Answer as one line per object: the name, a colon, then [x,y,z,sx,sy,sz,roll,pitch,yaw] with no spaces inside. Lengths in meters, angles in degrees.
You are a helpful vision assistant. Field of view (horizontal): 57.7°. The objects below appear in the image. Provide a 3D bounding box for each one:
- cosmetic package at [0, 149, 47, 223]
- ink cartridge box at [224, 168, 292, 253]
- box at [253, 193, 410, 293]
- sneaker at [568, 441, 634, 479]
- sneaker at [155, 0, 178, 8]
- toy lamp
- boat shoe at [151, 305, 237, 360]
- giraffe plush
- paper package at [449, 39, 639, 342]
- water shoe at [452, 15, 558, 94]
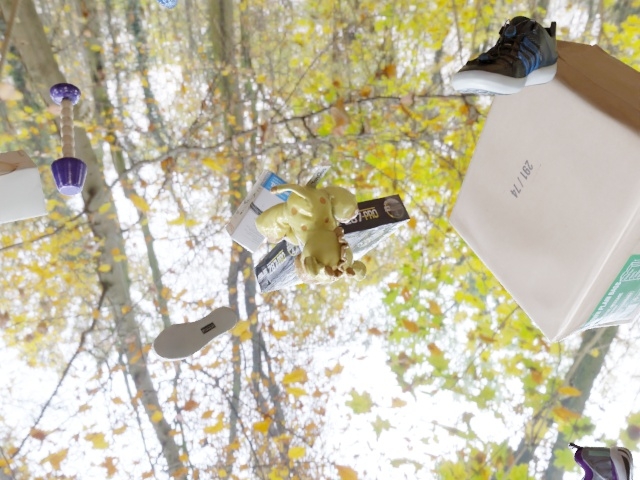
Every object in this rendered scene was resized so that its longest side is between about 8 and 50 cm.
cosmetic package: [-0.739,-0.092,1.170,0.309,0.113,0.160,-17,-150,-33]
ink cartridge box: [-0.163,-0.081,1.556,0.086,0.203,0.148,35,180,-18]
box: [0.023,0.016,1.670,0.318,0.395,0.097,-11,-109,-32]
sneaker: [0.451,0.439,0.938,0.098,0.223,0.083,-1,177,34]
sneaker: [-0.244,-0.396,0.828,0.069,0.082,0.209,38,-170,6]
toy lamp: [-0.583,-0.233,1.338,0.080,0.080,0.274,-9,-112,-13]
boat shoe: [-0.281,0.214,1.281,0.219,0.070,0.077,-20,-105,-48]
giraffe plush: [0.000,0.000,0.987,0.181,0.210,0.170,-11,-112,-16]
paper package: [0.366,-0.075,0.836,0.168,0.324,0.309,-6,-138,-21]
water shoe: [0.213,-0.216,0.671,0.073,0.080,0.203,15,-153,36]
